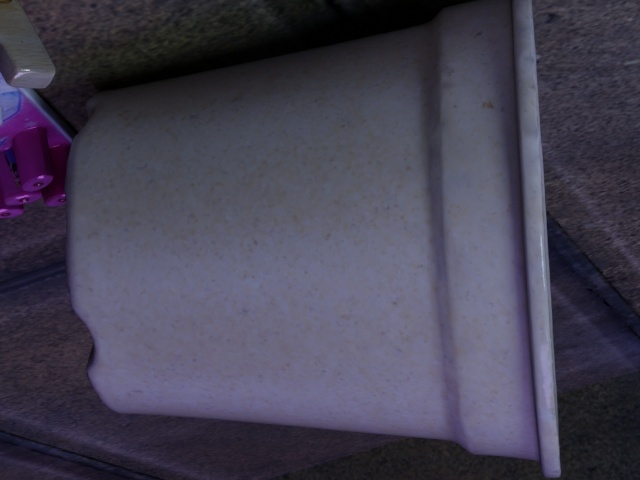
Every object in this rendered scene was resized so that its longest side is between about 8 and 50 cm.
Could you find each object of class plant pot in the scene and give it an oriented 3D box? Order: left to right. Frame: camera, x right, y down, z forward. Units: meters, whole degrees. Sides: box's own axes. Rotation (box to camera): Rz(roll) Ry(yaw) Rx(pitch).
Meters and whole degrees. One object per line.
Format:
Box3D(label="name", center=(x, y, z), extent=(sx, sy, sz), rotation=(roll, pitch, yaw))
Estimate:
Box3D(label="plant pot", center=(0.000, 0.000, 1.260), extent=(0.305, 0.334, 0.334), rotation=(-4, 162, 7))

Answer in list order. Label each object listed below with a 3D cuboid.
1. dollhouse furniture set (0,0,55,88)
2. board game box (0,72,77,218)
Box3D(label="dollhouse furniture set", center=(-0.283, -0.079, 0.964), extent=(0.201, 0.152, 0.374), rotation=(2, 139, -35))
Box3D(label="board game box", center=(-0.391, -0.053, 1.202), extent=(0.389, 0.050, 0.390), rotation=(-16, 161, 7))
